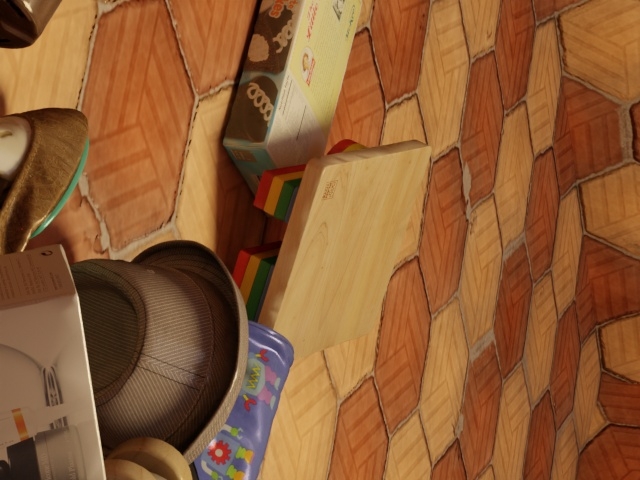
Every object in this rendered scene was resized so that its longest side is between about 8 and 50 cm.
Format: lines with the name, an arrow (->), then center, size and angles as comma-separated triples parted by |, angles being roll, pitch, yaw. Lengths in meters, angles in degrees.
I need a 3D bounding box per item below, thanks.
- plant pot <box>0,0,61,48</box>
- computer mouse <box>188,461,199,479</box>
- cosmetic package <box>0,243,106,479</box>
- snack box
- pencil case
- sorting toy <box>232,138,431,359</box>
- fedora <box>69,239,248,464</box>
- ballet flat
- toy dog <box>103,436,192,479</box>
plant pot -> -0.252, -0.256, 1.512 | 0.167, 0.167, 0.165 | 61, 46, -57
computer mouse -> -0.153, 0.237, 1.724 | 0.072, 0.188, 0.272 | 27, 45, -40
cosmetic package -> -0.291, 0.211, 1.325 | 0.097, 0.284, 0.377 | -121, -157, -63
snack box -> -0.029, -0.209, 2.253 | 0.187, 0.060, 0.322 | 61, 39, -59
pencil case -> -0.129, 0.223, 2.003 | 0.133, 0.119, 0.306 | 31, 56, -18
sorting toy -> 0.000, 0.000, 2.211 | 0.255, 0.089, 0.257 | -14, 126, -57
fedora -> -0.191, 0.098, 1.685 | 0.124, 0.275, 0.244 | 27, 89, -39
ballet flat -> -0.297, -0.017, 1.537 | 0.124, 0.116, 0.342 | 52, 47, -35
toy dog -> -0.194, 0.315, 1.558 | 0.334, 0.161, 0.220 | -50, 176, 32
